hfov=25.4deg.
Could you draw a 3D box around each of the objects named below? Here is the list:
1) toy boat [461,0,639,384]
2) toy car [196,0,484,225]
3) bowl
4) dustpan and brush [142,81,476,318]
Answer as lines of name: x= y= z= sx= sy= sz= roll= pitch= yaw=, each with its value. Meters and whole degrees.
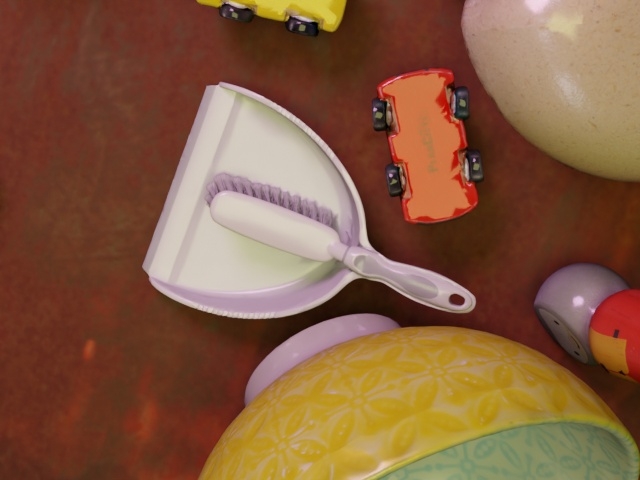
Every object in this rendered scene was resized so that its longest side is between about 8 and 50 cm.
toy boat: x=0.193 y=-0.069 z=0.858 sx=0.267 sy=0.148 sz=0.318 roll=0 pitch=100 yaw=-22
toy car: x=0.068 y=-0.160 z=0.895 sx=0.225 sy=0.053 sz=0.239 roll=-44 pitch=96 yaw=8
bowl: x=0.032 y=0.140 z=0.878 sx=0.289 sy=0.289 sz=0.156 roll=-33 pitch=55 yaw=7
dustpan and brush: x=0.000 y=0.000 z=0.920 sx=0.211 sy=0.060 sz=0.147 roll=21 pitch=100 yaw=-1
